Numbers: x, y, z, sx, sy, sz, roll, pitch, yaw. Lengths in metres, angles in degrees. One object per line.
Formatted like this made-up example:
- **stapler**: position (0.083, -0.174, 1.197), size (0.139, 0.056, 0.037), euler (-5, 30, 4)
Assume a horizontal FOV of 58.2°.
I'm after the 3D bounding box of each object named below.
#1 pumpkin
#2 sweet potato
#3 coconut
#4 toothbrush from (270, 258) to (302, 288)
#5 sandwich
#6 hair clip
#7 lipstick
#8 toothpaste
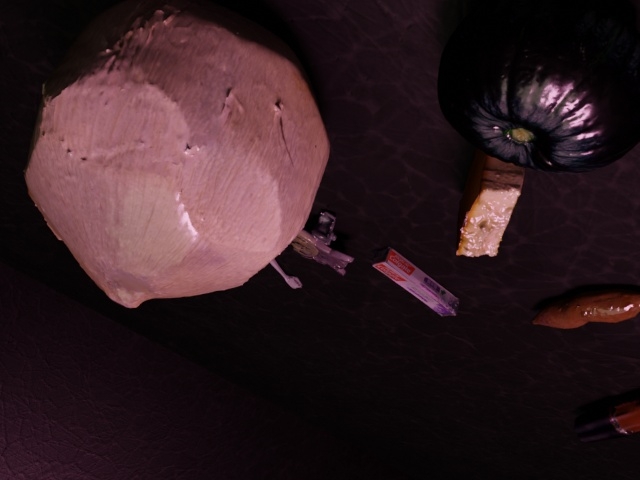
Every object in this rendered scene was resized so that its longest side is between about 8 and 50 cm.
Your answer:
- **pumpkin**: position (0.212, -0.149, 0.548), size (0.202, 0.140, 0.202), euler (26, 168, 6)
- **sweet potato**: position (0.430, 0.114, 0.948), size (0.065, 0.051, 0.218), euler (31, 152, -20)
- **coconut**: position (-0.178, -0.094, 0.707), size (0.347, 0.360, 0.346), euler (17, 153, 9)
- **toothbrush**: position (-0.120, 0.028, 1.258), size (0.025, 0.020, 0.286), euler (-7, 142, 32)
- **sandwich**: position (0.204, -0.042, 0.720), size (0.058, 0.162, 0.193), euler (16, 153, 9)
- **hair clip**: position (-0.004, 0.007, 1.092), size (0.146, 0.056, 0.187), euler (29, 156, 4)
- **lipstick**: position (0.658, 0.353, 1.180), size (0.077, 0.077, 0.418), euler (22, 152, 3)
- **toothpaste**: position (0.183, 0.082, 1.098), size (0.196, 0.040, 0.047), euler (36, 148, -22)
